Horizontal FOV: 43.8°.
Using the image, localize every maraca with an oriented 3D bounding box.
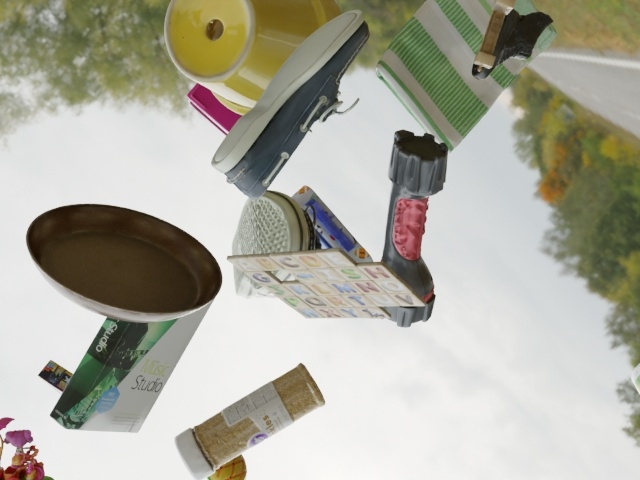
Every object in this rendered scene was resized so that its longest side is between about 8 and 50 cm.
[{"bbox_3d":[-0.276,0.606,2.182,0.185,0.099,0.127,48,-137,-10],"label":"maraca"}]

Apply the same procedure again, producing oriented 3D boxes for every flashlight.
[{"bbox_3d":[0.142,-0.010,1.220,0.103,0.304,0.103,7,-144,3],"label":"flashlight"}]

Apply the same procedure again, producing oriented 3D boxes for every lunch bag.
[{"bbox_3d":[0.000,0.000,2.138,0.303,0.115,0.243,47,162,6],"label":"lunch bag"}]

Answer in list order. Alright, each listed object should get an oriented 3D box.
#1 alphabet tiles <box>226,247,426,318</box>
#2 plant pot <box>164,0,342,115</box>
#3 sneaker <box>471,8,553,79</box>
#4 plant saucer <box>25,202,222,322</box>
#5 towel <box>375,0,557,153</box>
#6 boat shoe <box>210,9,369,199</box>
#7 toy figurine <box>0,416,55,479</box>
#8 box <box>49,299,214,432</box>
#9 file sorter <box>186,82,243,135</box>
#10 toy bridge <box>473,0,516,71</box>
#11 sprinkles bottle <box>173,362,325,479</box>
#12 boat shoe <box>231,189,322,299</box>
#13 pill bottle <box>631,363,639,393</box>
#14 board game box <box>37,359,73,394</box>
[{"bbox_3d":[0.017,0.065,1.102,0.198,0.237,0.009,42,-124,-42],"label":"alphabet tiles"},{"bbox_3d":[-0.115,-0.324,1.283,0.254,0.254,0.239,47,-158,13],"label":"plant pot"},{"bbox_3d":[0.333,-0.336,1.383,0.089,0.170,0.051,31,170,-25],"label":"sneaker"},{"bbox_3d":[-0.311,0.039,1.268,0.310,0.050,0.310,19,-154,-9],"label":"plant saucer"},{"bbox_3d":[0.273,-0.355,1.485,0.248,0.325,0.038,44,175,-25],"label":"towel"},{"bbox_3d":[-0.021,-0.161,0.944,0.079,0.254,0.095,42,171,-25],"label":"boat shoe"},{"bbox_3d":[-0.658,0.454,1.698,0.173,0.159,0.130,1,-166,-3],"label":"toy figurine"},{"bbox_3d":[-0.341,0.208,1.496,0.058,0.322,0.232,27,176,23],"label":"box"},{"bbox_3d":[-0.119,-0.341,1.688,0.202,0.290,0.182,40,175,-14],"label":"file sorter"},{"bbox_3d":[0.249,-0.320,1.080,0.026,0.188,0.063,20,-171,1],"label":"toy bridge"},{"bbox_3d":[-0.166,0.426,1.886,0.121,0.355,0.121,58,173,12],"label":"sprinkles bottle"},{"bbox_3d":[-0.067,0.019,1.476,0.500,0.156,0.187,137,130,-74],"label":"boat shoe"},{"bbox_3d":[0.614,0.292,1.260,0.136,0.136,0.245,21,-141,-47],"label":"pill bottle"},{"bbox_3d":[-0.529,0.348,1.773,0.141,0.048,0.170,24,156,30],"label":"board game box"}]
